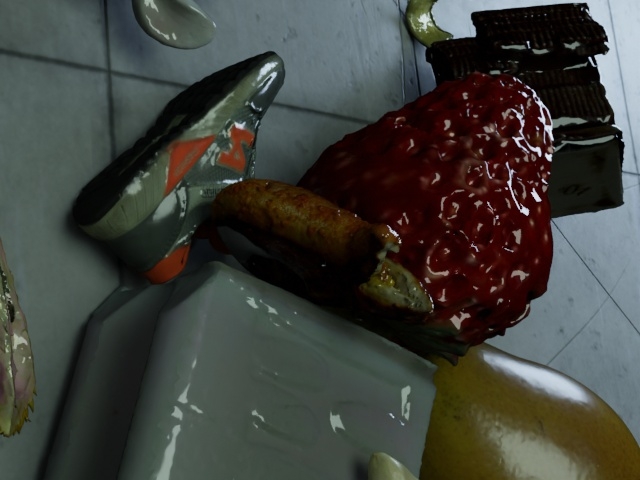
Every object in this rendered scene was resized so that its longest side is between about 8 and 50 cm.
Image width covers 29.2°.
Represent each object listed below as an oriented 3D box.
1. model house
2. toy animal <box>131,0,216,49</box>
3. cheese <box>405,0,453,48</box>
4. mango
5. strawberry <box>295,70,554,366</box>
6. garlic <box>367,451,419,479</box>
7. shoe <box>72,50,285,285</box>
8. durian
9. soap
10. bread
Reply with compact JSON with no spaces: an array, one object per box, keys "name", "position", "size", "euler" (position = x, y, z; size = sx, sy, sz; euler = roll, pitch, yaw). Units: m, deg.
[{"name":"model house","position":[0.266,-0.191,1.702],"size":[0.317,0.297,0.282],"euler":[-10,69,-6]},{"name":"toy animal","position":[-0.217,-0.369,1.340],"size":[0.325,0.154,0.208],"euler":[51,41,-28]},{"name":"cheese","position":[0.148,-0.312,1.721],"size":[0.060,0.041,0.084],"euler":[-33,114,-36]},{"name":"mango","position":[0.232,0.264,1.484],"size":[0.378,0.221,0.264],"euler":[41,57,-12]},{"name":"strawberry","position":[0.124,-0.050,1.384],"size":[0.295,0.317,0.345],"euler":[26,73,-5]},{"name":"garlic","position":[0.074,0.242,1.181],"size":[0.083,0.041,0.053],"euler":[39,41,-42]},{"name":"shoe","position":[-0.112,-0.071,1.353],"size":[0.171,0.132,0.336],"euler":[55,50,-20]},{"name":"durian","position":[-0.311,0.085,1.114],"size":[0.182,0.132,0.165],"euler":[57,40,-7]},{"name":"soap","position":[-0.088,0.274,1.195],"size":[0.350,0.213,0.435],"euler":[33,57,-31]},{"name":"bread","position":[0.001,0.005,1.205],"size":[0.095,0.269,0.139],"euler":[-56,135,-26]}]
